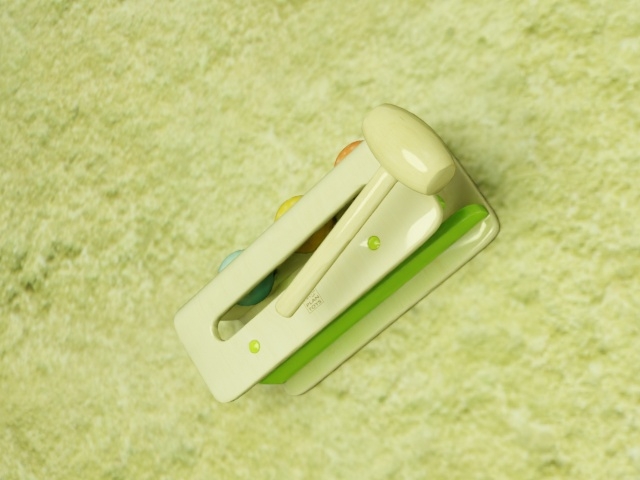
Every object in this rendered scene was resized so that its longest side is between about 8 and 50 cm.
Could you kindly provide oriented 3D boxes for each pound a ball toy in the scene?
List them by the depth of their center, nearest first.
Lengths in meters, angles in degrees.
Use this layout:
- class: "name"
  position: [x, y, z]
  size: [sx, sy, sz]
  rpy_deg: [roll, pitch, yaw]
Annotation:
- class: "pound a ball toy"
  position: [0.000, 0.000, 0.903]
  size: [0.319, 0.208, 0.136]
  rpy_deg: [-42, 66, 23]
